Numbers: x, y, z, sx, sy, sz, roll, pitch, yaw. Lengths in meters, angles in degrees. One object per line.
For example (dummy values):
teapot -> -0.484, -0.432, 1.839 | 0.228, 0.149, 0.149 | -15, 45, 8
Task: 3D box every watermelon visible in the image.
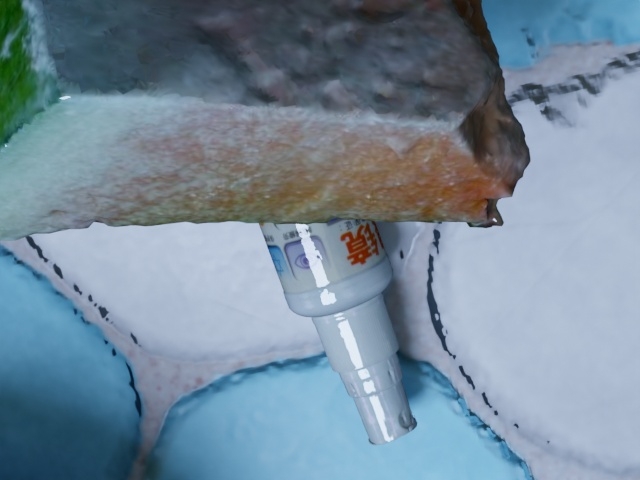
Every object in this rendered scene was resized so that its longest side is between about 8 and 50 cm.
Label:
watermelon -> -0.058, -0.142, 0.744 | 0.302, 0.151, 0.264 | 0, 64, -2

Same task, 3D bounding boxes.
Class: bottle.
bottle -> 0.000, 0.000, 0.852 | 0.060, 0.060, 0.217 | -17, 99, 10
